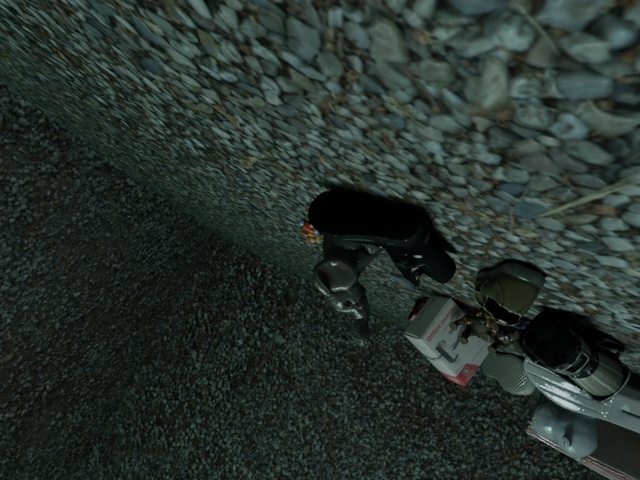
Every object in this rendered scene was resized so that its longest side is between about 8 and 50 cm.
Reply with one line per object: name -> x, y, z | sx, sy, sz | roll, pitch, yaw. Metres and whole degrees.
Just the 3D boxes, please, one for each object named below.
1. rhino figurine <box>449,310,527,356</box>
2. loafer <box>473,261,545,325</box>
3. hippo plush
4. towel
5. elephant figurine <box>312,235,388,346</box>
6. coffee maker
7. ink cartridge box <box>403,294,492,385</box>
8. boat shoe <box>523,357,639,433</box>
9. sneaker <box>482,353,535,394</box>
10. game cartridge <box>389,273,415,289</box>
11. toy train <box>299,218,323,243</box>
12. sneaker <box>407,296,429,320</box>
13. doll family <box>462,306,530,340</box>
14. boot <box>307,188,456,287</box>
rhino figurine -> 0.468, 0.246, 1.160 | 0.243, 0.106, 0.073 | 13, 122, 53
loafer -> 0.327, 0.106, 0.816 | 0.094, 0.088, 0.251 | 25, 170, 16
hippo plush -> 0.746, 0.496, 1.258 | 0.234, 0.237, 0.294 | 34, 169, -31
towel -> 0.845, 0.572, 1.390 | 0.316, 0.054, 0.331 | 24, -148, 29
elephant figurine -> 0.051, 0.083, 1.011 | 0.185, 0.240, 0.169 | 19, 168, 42
coffee maker -> 0.491, 0.225, 0.895 | 0.178, 0.120, 0.171 | 32, 170, -22
ink cartridge box -> 0.374, 0.288, 1.291 | 0.218, 0.159, 0.092 | 45, 165, -12
boat shoe -> 0.668, 0.357, 1.074 | 0.335, 0.121, 0.119 | 25, -156, 24
sneaker -> 0.767, 0.520, 1.715 | 0.150, 0.135, 0.366 | 20, 179, 1
game cartridge -> 0.255, 0.128, 1.362 | 0.083, 0.017, 0.056 | 35, 165, -37
toy train -> 0.000, 0.000, 1.303 | 0.166, 0.046, 0.125 | 30, 171, -12
sneaker -> 0.381, 0.264, 1.522 | 0.128, 0.087, 0.221 | 28, 172, 7
doll family -> 0.429, 0.197, 1.066 | 0.192, 0.076, 0.111 | 28, 166, -16
boot -> 0.116, 0.003, 0.837 | 0.246, 0.094, 0.207 | 13, 160, 36
